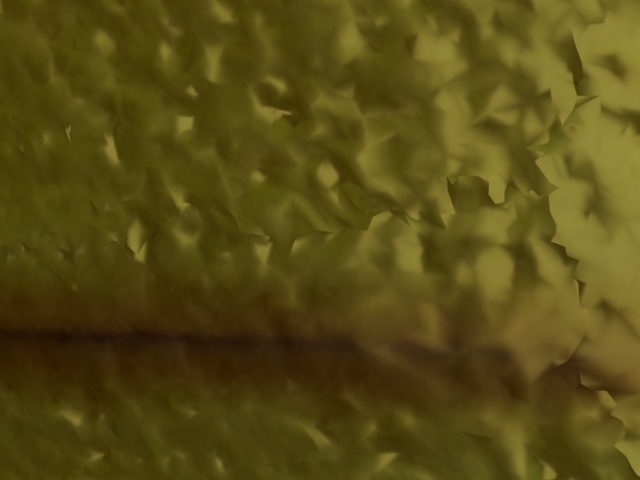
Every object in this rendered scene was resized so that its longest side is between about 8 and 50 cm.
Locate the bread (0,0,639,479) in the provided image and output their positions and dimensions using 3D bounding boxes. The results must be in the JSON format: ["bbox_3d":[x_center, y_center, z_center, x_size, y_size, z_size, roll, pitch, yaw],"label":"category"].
[{"bbox_3d":[0.000,0.000,0.503,0.361,0.245,0.233,2,108,36],"label":"bread"}]
